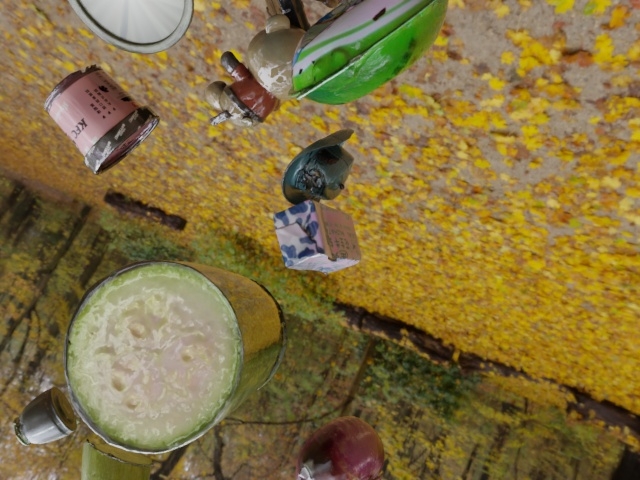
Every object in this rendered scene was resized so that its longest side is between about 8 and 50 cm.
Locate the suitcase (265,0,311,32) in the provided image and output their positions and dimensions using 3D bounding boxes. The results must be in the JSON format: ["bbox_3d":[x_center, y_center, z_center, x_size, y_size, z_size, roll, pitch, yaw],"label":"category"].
[{"bbox_3d":[-0.107,-0.650,1.311,0.206,0.066,0.286,56,176,39],"label":"suitcase"}]

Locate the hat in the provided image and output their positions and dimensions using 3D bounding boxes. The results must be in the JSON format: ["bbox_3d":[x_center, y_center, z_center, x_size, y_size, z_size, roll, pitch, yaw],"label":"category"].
[{"bbox_3d":[0.014,-0.114,0.826,0.077,0.191,0.138,37,126,12],"label":"hat"}]

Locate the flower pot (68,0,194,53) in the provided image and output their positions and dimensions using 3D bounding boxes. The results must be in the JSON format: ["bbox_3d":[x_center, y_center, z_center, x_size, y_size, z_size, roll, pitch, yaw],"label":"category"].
[{"bbox_3d":[-0.287,-0.446,0.806,0.212,0.203,0.213,3,132,4],"label":"flower pot"}]

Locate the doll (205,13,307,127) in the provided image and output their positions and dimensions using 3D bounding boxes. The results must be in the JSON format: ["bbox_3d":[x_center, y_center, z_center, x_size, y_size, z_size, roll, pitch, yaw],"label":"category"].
[{"bbox_3d":[-0.149,-0.417,1.281,0.235,0.330,0.174,34,-155,-42],"label":"doll"}]

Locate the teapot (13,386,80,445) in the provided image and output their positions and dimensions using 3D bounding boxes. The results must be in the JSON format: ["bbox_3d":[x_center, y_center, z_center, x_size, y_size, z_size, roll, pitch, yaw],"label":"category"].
[{"bbox_3d":[-0.505,0.342,0.902,0.092,0.090,0.124,42,154,51],"label":"teapot"}]

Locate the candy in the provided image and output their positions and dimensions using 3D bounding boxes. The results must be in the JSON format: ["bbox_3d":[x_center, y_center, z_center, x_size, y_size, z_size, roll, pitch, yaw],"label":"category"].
[{"bbox_3d":[0.000,0.000,0.751,0.073,0.092,0.160,-20,166,23],"label":"candy"}]

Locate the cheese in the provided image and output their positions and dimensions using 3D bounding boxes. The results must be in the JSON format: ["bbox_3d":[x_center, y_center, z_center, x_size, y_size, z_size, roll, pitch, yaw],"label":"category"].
[{"bbox_3d":[0.064,-0.235,0.529,0.203,0.321,0.083,-18,119,40],"label":"cheese"}]

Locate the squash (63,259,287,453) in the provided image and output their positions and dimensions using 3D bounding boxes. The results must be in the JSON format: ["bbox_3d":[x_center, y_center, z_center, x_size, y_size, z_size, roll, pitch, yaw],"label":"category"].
[{"bbox_3d":[-0.206,0.169,0.833,0.262,0.263,0.384,22,176,8],"label":"squash"}]

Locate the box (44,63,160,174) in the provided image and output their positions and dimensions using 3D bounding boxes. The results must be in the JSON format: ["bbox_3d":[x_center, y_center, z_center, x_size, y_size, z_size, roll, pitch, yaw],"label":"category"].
[{"bbox_3d":[-0.379,-0.213,0.844,0.135,0.151,0.151,49,161,-14],"label":"box"}]

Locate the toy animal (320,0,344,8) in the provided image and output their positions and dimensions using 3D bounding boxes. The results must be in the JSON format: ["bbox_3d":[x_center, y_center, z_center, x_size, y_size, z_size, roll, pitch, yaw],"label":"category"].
[{"bbox_3d":[-0.012,-0.438,0.763,0.179,0.116,0.219,-3,-139,-23],"label":"toy animal"}]

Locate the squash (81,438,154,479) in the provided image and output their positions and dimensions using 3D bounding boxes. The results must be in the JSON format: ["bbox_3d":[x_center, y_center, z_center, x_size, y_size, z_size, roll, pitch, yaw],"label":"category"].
[{"bbox_3d":[-0.362,0.499,0.861,0.137,0.288,0.137,-7,151,-4],"label":"squash"}]

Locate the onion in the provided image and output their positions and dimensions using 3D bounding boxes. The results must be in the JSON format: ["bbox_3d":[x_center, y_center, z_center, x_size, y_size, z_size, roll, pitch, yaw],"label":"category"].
[{"bbox_3d":[0.037,0.502,1.101,0.200,0.207,0.201,47,-159,-24],"label":"onion"}]
